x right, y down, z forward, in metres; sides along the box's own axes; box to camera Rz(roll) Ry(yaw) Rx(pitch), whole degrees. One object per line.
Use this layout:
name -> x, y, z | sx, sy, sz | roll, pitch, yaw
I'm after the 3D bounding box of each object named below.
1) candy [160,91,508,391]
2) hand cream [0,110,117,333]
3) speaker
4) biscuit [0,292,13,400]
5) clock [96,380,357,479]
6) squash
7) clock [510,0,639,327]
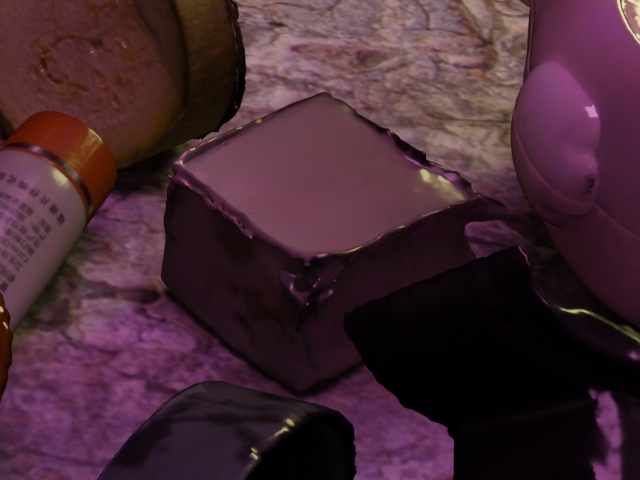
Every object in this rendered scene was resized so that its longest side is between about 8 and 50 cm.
candy -> 0.000, 0.000, 1.386 | 0.195, 0.137, 0.185 | -28, 49, -37
hand cream -> -0.249, 0.031, 1.336 | 0.140, 0.089, 0.314 | 22, 45, 17
speaker -> 0.116, 0.219, 0.908 | 0.184, 0.180, 0.388 | 17, 63, -33
biscuit -> -0.305, 0.081, 1.221 | 0.220, 0.066, 0.220 | 0, 60, 1
clock -> -0.070, 0.226, 0.912 | 0.067, 0.325, 0.325 | 16, 37, 16
squash -> -0.164, -0.168, 1.511 | 0.133, 0.220, 0.220 | -22, 46, -40
clock -> 0.309, -0.102, 1.497 | 0.368, 0.250, 0.376 | -5, 45, -17
